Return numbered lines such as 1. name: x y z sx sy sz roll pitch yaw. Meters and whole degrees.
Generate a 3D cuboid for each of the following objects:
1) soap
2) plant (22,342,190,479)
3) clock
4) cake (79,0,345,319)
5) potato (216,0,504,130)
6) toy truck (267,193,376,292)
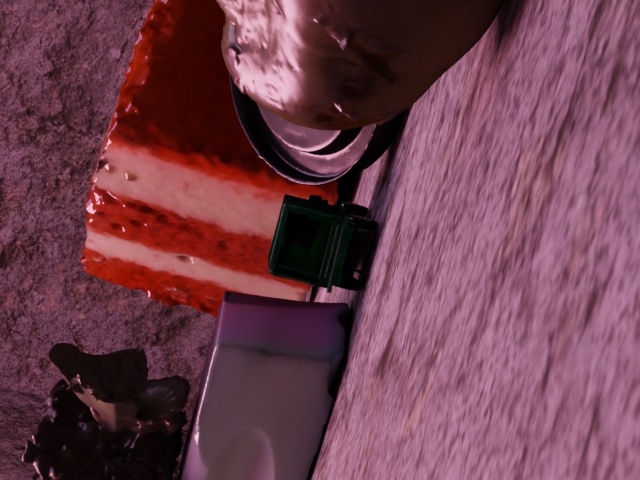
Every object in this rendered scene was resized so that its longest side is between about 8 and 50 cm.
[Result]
1. soap: -0.062 0.165 1.170 0.193 0.109 0.324 -82 8 -46
2. plant: -0.181 0.180 1.137 0.131 0.142 0.203 -72 -12 -57
3. clock: -0.003 -0.138 1.097 0.040 0.184 0.185 -14 -49 -43
4. cake: -0.101 -0.097 1.466 0.319 0.269 0.270 115 169 -60
5. potato: 0.032 -0.173 0.692 0.262 0.165 0.165 -55 18 43
6. toy truck: 0.000 0.000 1.097 0.147 0.079 0.065 -94 18 -83
